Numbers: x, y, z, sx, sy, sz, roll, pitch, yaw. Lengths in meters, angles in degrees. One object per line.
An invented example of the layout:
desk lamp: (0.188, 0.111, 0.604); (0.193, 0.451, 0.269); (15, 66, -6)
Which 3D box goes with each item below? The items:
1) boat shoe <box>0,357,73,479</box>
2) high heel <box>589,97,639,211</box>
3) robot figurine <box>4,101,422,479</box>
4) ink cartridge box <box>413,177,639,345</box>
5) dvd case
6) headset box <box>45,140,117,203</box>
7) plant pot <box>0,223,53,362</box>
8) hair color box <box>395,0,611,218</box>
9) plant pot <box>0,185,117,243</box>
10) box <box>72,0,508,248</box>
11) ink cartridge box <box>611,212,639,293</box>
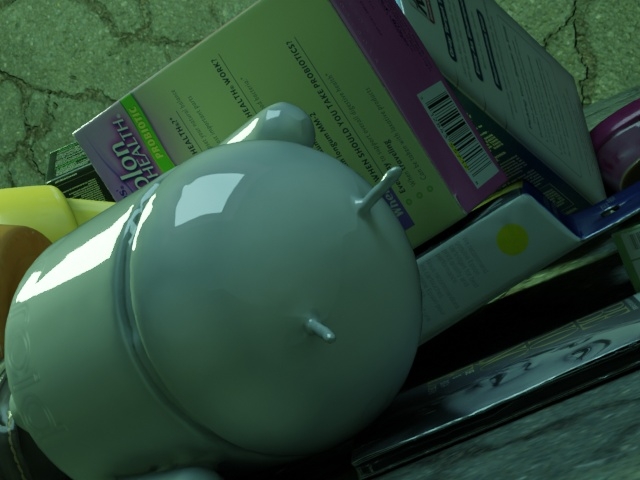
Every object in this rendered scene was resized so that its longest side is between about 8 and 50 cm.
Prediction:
boat shoe: (-0.142, 0.111, 1.538); (0.130, 0.132, 0.355); (-21, 6, 29)
high heel: (0.408, -0.148, 1.809); (0.377, 0.127, 0.181); (-27, 15, -3)
robot figurine: (-0.071, 0.056, 1.248); (0.200, 0.300, 0.353); (23, -29, -27)
ink cartridge box: (0.113, 0.014, 1.507); (0.307, 0.072, 0.303); (-34, 0, 7)
dvd case: (0.124, 0.084, 1.205); (0.221, 0.018, 0.164); (-23, 4, 4)
headset box: (-0.164, -0.015, 2.367); (0.246, 0.283, 0.131); (-24, 19, 4)
plant pot: (-0.316, 0.106, 1.627); (0.203, 0.291, 0.291); (-13, 7, 15)
hair color box: (0.114, -0.131, 1.671); (0.105, 0.174, 0.347); (-27, -37, 23)
plant pot: (-0.220, 0.063, 1.982); (0.239, 0.254, 0.254); (-7, -2, -20)
box: (-0.022, -0.063, 1.473); (0.243, 0.213, 0.117); (-32, 1, 26)
ink cartridge box: (0.332, -0.039, 1.412); (0.171, 0.056, 0.235); (-21, 6, 33)
